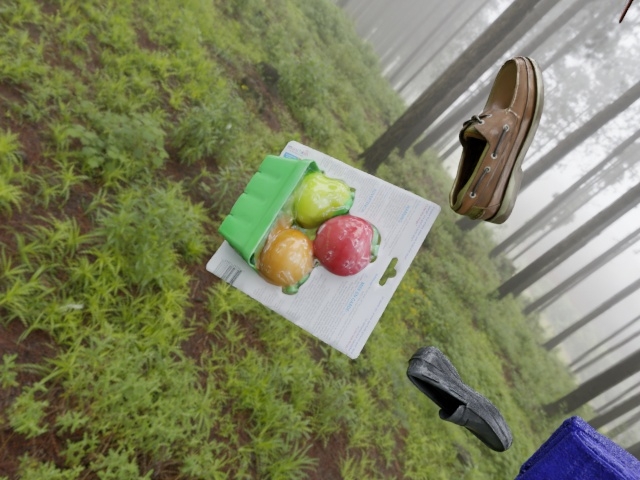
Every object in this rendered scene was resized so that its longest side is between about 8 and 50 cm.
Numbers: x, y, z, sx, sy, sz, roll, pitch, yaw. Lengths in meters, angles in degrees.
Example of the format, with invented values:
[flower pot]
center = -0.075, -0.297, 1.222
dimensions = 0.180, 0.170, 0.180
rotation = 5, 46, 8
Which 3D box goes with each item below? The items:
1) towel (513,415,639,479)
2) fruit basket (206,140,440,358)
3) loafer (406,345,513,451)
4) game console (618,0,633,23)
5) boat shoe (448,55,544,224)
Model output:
[towel]
center = 0.611, 0.557, 1.017
dimensions = 0.308, 0.228, 0.076
rotation = 37, 15, 16
[fruit basket]
center = 0.000, 0.000, 0.924
dimensions = 0.353, 0.327, 0.165
rotation = 28, -10, 15
[loafer]
center = 0.232, 0.281, 0.808
dimensions = 0.223, 0.076, 0.078
rotation = 46, 52, 1
[game console]
center = 0.633, -0.495, 0.881
dimensions = 0.144, 0.124, 0.085
rotation = 70, 14, -67
[boat shoe]
center = 0.308, -0.187, 0.842
dimensions = 0.104, 0.307, 0.110
rotation = 12, -4, -10
